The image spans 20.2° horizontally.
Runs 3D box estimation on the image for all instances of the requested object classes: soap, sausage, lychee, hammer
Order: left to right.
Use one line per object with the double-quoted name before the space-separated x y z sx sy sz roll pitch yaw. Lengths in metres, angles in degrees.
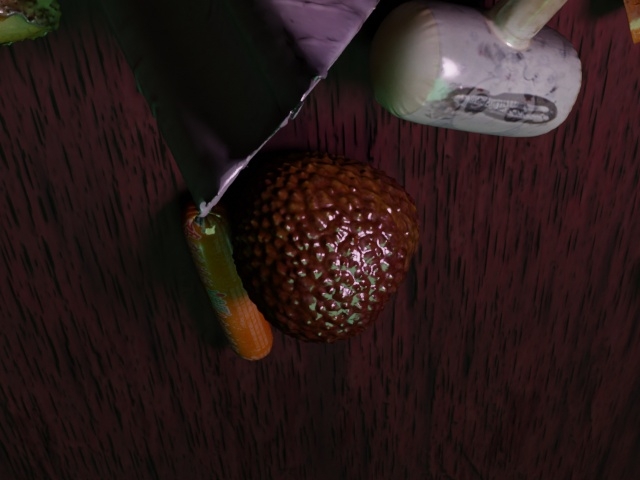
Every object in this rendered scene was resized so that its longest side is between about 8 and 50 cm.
"sausage" -0.095 0.045 1.867 0.053 0.053 0.348 -18 151 -2
"soap" -0.009 -0.144 1.360 0.258 0.302 0.159 11 132 -42
"lychee" 0.001 0.006 1.731 0.194 0.194 0.194 -14 151 -8
"hammer" 0.187 -0.213 1.548 0.202 0.113 0.305 3 139 -38

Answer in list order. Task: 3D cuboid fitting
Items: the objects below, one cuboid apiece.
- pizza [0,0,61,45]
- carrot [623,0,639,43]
"pizza" -0.300 -0.190 1.315 0.204 0.080 0.188 -5 165 3
"carrot" 0.374 -0.235 1.616 0.210 0.061 0.061 -15 152 15
